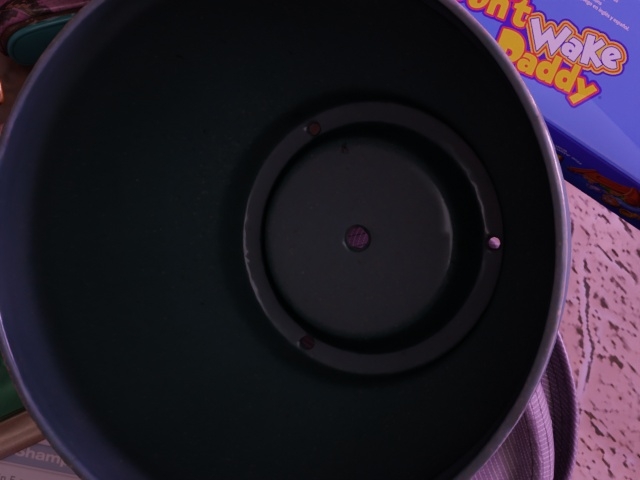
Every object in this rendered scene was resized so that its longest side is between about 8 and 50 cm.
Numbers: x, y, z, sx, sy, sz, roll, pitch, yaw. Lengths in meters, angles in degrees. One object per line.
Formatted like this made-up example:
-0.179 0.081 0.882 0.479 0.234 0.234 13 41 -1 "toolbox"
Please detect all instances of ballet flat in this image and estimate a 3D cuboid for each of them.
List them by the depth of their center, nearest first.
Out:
-0.115 -0.173 0.895 0.222 0.077 0.079 -9 67 -7 "ballet flat"

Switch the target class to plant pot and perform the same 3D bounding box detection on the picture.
0.000 0.000 0.703 0.293 0.196 0.293 1 92 20 "plant pot"

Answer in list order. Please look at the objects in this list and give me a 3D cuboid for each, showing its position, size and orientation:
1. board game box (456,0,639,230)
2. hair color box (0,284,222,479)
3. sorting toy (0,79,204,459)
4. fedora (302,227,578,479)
0.135 -0.187 0.765 0.347 0.078 0.233 34 82 -2 "board game box"
-0.192 0.191 0.831 0.185 0.113 0.374 13 85 -6 "hair color box"
-0.187 0.027 0.764 0.196 0.047 0.347 -25 88 -9 "sorting toy"
0.062 0.107 0.863 0.244 0.124 0.275 -12 87 -8 "fedora"
